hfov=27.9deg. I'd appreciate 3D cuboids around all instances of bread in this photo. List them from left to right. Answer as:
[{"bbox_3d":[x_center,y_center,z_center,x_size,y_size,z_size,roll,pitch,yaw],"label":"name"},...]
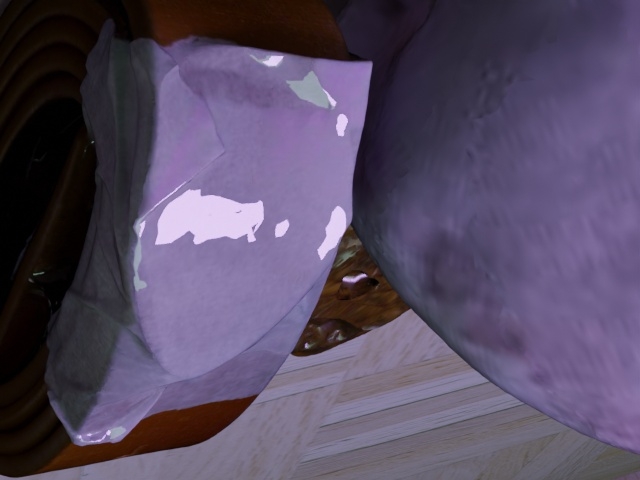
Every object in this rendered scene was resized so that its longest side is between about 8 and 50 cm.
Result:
[{"bbox_3d":[0.001,0.001,0.900,0.192,0.110,0.210,-32,154,22],"label":"bread"}]

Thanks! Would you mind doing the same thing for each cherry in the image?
[{"bbox_3d":[0.160,-0.050,0.685,0.326,0.335,0.291,1,175,8],"label":"cherry"}]

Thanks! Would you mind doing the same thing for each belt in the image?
[{"bbox_3d":[-0.105,-0.006,0.660,0.122,0.217,0.339,-4,150,-34],"label":"belt"}]
